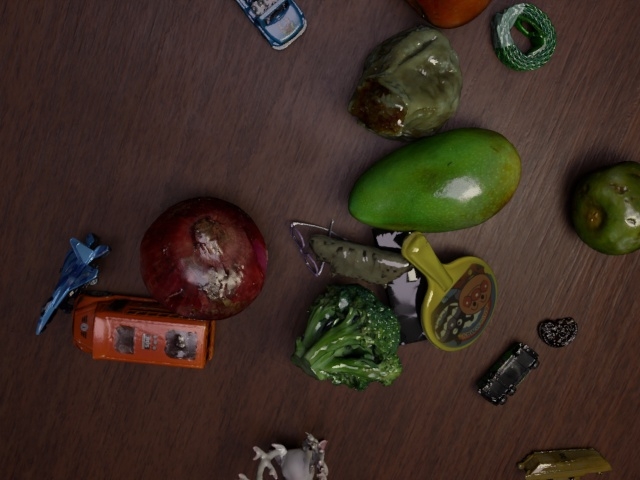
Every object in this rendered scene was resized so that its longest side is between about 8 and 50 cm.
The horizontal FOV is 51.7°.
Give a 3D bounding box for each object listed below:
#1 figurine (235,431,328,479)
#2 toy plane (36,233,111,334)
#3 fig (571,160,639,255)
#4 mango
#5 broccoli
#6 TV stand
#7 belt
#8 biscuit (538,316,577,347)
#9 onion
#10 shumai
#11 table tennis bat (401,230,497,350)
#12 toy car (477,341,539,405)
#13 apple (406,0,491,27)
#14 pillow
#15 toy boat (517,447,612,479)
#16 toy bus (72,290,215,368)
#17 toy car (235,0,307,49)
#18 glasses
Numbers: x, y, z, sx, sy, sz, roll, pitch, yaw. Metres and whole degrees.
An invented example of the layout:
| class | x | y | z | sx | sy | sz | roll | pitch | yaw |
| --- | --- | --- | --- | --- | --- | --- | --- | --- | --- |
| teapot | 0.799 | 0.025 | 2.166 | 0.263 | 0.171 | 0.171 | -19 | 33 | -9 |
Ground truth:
| class | x | y | z | sx | sy | sz | roll | pitch | yaw |
| --- | --- | --- | --- | --- | --- | --- | --- | --- | --- |
| figurine | -0.029 | 0.584 | 1.542 | 0.206 | 0.284 | 0.316 | -29 | 89 | 3 |
| toy plane | -0.558 | 0.104 | 1.476 | 0.078 | 0.169 | 0.247 | 26 | 88 | -44 |
| fig | 0.707 | -0.080 | 1.473 | 0.274 | 0.206 | 0.206 | -11 | 103 | -23 |
| mango | 0.243 | -0.117 | 1.417 | 0.381 | 0.201 | 0.225 | -16 | 60 | 2 |
| broccoli | 0.055 | 0.228 | 1.473 | 0.245 | 0.295 | 0.265 | -28 | 72 | -26 |
| TV stand | 0.192 | 0.100 | 1.532 | 0.088 | 0.083 | 0.270 | -14 | 103 | 1 |
| belt | 0.438 | -0.440 | 1.425 | 0.121 | 0.079 | 0.151 | -34 | 100 | 6 |
| biscuit | 0.573 | 0.216 | 1.591 | 0.087 | 0.027 | 0.089 | 38 | 99 | -9 |
| onion | -0.245 | 0.039 | 1.417 | 0.276 | 0.276 | 0.277 | 0 | 102 | -1 |
| shumai | 0.191 | -0.317 | 1.372 | 0.225 | 0.222 | 0.261 | 38 | 99 | -8 |
| table tennis bat | 0.288 | 0.107 | 1.479 | 0.224 | 0.054 | 0.369 | -48 | 125 | -10 |
| toy car | 0.451 | 0.317 | 1.591 | 0.071 | 0.062 | 0.165 | 38 | 99 | -9 |
| apple | 0.262 | -0.550 | 1.330 | 0.229 | 0.230 | 0.230 | 0 | 102 | -1 |
| pillow | 0.085 | 0.052 | 1.471 | 0.240 | 0.051 | 0.093 | 12 | 112 | 10 |
| toy boat | 0.610 | 0.571 | 1.650 | 0.225 | 0.068 | 0.088 | -4 | 107 | -3 |
| toy bus | -0.411 | 0.207 | 1.505 | 0.328 | 0.153 | 0.143 | 7 | 100 | -1 |
| toy car | -0.114 | -0.500 | 1.390 | 0.097 | 0.100 | 0.191 | -40 | 104 | 3 |
| glasses | 0.000 | 0.000 | 1.535 | 0.103 | 0.062 | 0.140 | -32 | 102 | -17 |
